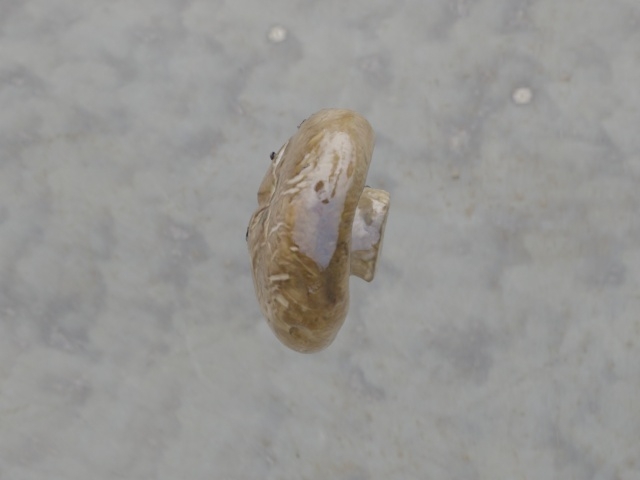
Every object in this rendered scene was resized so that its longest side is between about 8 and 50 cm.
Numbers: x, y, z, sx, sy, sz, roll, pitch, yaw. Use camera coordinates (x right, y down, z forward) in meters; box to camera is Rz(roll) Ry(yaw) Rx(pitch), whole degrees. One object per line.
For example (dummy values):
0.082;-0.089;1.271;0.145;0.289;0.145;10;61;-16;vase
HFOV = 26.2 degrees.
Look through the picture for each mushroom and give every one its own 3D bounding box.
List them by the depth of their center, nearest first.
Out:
0.000;0.000;1.503;0.156;0.151;0.286;8;101;-6;mushroom
